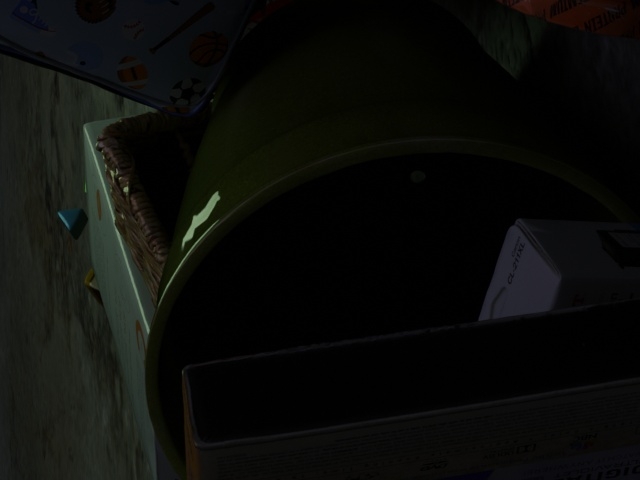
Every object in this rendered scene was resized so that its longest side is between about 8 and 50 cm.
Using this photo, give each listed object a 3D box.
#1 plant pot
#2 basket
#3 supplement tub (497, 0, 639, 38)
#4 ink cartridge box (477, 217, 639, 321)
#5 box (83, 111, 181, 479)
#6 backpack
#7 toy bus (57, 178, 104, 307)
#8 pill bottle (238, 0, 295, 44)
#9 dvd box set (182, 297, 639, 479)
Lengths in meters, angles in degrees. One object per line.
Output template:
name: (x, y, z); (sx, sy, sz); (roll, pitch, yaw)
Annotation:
plant pot: (0.044, -0.013, 1.434); (0.353, 0.367, 0.366); (-101, 24, -54)
basket: (-0.037, 0.019, 1.658); (0.299, 0.213, 0.223); (62, 169, 16)
supplement tub: (0.204, -0.301, 1.217); (0.193, 0.194, 0.316); (-129, 46, -57)
ink cartridge box: (0.197, 0.059, 1.231); (0.072, 0.175, 0.127); (-120, 38, -52)
box: (-0.126, 0.053, 1.946); (0.215, 0.168, 0.345); (93, 162, -44)
backpack: (-0.144, -0.242, 1.408); (0.263, 0.277, 0.213); (-65, 27, 13)
toy bus: (-0.185, 0.005, 2.220); (0.104, 0.202, 0.191); (69, -177, -65)
pill bottle: (-0.063, -0.292, 1.664); (0.408, 0.229, 0.229); (-20, 69, 45)
dvd box set: (0.069, 0.198, 1.221); (0.420, 0.308, 0.062); (92, 168, -52)
